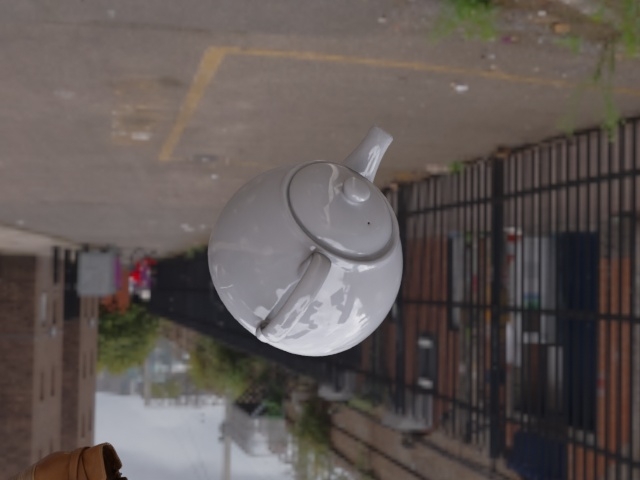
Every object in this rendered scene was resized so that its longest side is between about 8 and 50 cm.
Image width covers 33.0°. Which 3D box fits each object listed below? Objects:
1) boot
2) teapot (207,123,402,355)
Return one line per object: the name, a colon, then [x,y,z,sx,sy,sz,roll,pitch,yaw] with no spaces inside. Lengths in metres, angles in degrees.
boot: [-0.286,0.349,1.306,0.152,0.197,0.073,-23,-178,19]
teapot: [0.000,0.000,1.257,0.252,0.256,0.187,-3,146,-35]
